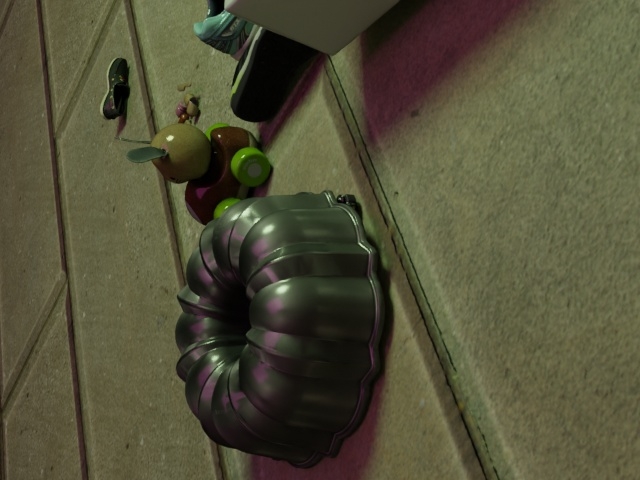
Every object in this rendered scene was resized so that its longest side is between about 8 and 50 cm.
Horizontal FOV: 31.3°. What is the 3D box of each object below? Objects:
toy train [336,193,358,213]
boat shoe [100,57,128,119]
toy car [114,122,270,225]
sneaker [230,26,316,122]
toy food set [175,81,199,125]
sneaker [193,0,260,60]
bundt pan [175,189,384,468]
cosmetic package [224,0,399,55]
[{"bbox_3d":[0.000,0.000,1.374,0.158,0.027,0.036,-48,50,43],"label":"toy train"},{"bbox_3d":[-0.384,-0.291,2.177,0.042,0.049,0.133,-9,61,31],"label":"boat shoe"},{"bbox_3d":[-0.191,-0.102,1.589,0.155,0.188,0.149,42,115,59],"label":"toy car"},{"bbox_3d":[-0.069,-0.264,1.547,0.235,0.084,0.097,-52,36,39],"label":"sneaker"},{"bbox_3d":[-0.218,-0.194,1.860,0.078,0.019,0.122,4,89,62],"label":"toy food set"},{"bbox_3d":[-0.112,-0.401,1.640,0.110,0.122,0.283,-11,69,60],"label":"sneaker"},{"bbox_3d":[-0.069,0.098,1.322,0.331,0.124,0.331,-15,73,56],"label":"bundt pan"},{"bbox_3d":[0.080,-0.422,1.223,0.453,0.161,0.230,-34,49,46],"label":"cosmetic package"}]
